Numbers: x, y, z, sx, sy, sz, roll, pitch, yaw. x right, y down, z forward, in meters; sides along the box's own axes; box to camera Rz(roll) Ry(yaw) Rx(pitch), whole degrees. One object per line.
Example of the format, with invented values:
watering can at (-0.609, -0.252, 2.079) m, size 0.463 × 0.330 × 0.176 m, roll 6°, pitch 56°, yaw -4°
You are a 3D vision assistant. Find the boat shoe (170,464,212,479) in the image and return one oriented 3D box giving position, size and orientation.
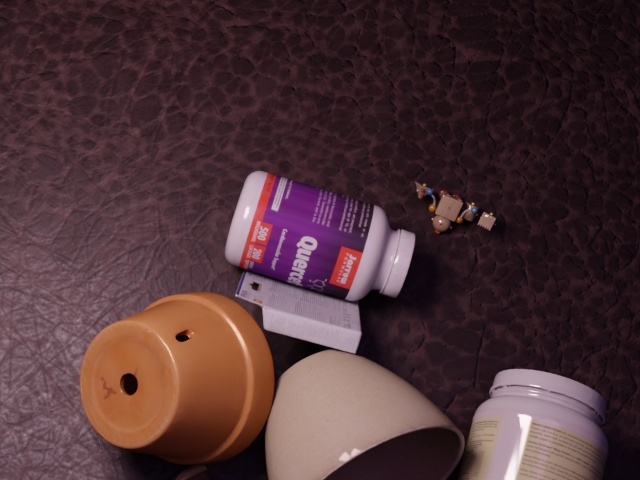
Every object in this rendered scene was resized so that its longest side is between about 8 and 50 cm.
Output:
boat shoe at (-0.258, 0.441, 1.862) m, size 0.178 × 0.064 × 0.060 m, roll -28°, pitch 74°, yaw -20°

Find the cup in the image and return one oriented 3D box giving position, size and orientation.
cup at (0.038, 0.321, 1.842) m, size 0.331 × 0.331 × 0.237 m, roll -22°, pitch 55°, yaw -16°

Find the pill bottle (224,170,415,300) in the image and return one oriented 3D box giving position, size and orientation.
pill bottle at (0.000, 0.000, 2.005) m, size 0.323 × 0.181 × 0.181 m, roll 17°, pitch 68°, yaw -2°

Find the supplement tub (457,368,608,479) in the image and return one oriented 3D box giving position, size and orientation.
supplement tub at (0.354, 0.406, 1.879) m, size 0.235 × 0.235 × 0.325 m, roll 20°, pitch 68°, yaw -1°

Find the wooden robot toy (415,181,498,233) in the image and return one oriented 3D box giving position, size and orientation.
wooden robot toy at (0.249, -0.048, 2.138) m, size 0.173 × 0.076 × 0.079 m, roll 23°, pitch 103°, yaw 0°

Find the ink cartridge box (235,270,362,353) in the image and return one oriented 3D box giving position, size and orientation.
ink cartridge box at (-0.040, 0.121, 1.941) m, size 0.224 × 0.223 × 0.045 m, roll 17°, pitch 101°, yaw -2°

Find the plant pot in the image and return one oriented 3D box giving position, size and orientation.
plant pot at (-0.248, 0.228, 1.794) m, size 0.291 × 0.203 × 0.291 m, roll -1°, pitch 87°, yaw 29°
